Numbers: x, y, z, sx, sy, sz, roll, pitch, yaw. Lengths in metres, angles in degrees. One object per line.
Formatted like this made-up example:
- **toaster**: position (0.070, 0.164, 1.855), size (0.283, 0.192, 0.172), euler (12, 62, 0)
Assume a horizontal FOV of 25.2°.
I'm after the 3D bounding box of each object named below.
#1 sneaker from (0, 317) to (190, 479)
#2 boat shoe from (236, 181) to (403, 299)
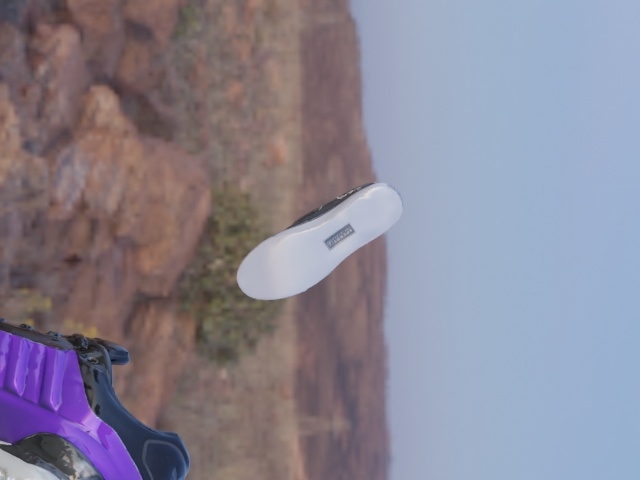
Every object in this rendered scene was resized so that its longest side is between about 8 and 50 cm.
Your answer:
- **sneaker**: position (-0.202, 0.099, 0.917), size (0.146, 0.293, 0.102), euler (-33, 145, -39)
- **boat shoe**: position (0.000, 0.000, 1.105), size (0.049, 0.142, 0.040), euler (60, 2, -13)
